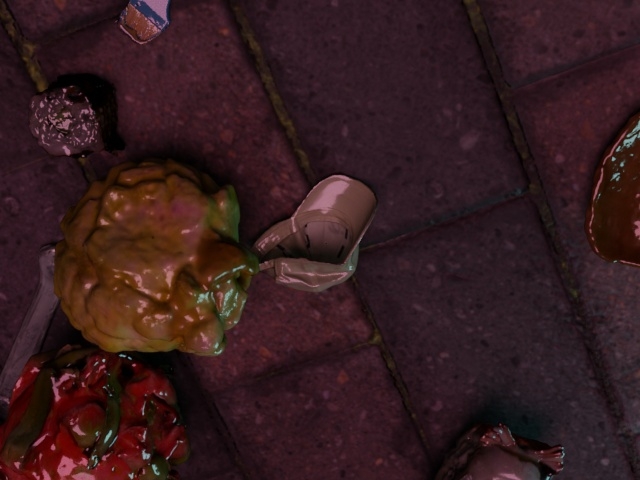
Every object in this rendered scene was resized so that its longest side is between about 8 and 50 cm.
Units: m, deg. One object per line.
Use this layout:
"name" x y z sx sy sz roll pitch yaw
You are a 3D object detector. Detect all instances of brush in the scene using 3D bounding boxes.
"brush" -0.167 -0.289 1.266 0.051 0.014 0.164 39 110 -13

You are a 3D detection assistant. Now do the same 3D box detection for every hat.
"hat" 0.001 -0.005 1.356 0.122 0.081 0.166 39 99 29

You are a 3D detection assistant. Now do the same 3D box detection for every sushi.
"sushi" -0.284 -0.140 1.304 0.094 0.084 0.098 -4 110 9
"sushi" 0.194 0.354 1.458 0.124 0.130 0.332 24 114 -6

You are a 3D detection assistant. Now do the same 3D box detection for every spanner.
"spanner" -0.381 0.134 1.470 0.071 0.017 0.302 25 114 -7

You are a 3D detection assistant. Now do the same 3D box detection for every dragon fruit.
"dragon fruit" -0.283 0.252 1.398 0.237 0.231 0.303 7 115 8

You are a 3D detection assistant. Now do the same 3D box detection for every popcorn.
"popcorn" -0.185 0.034 1.304 0.259 0.212 0.259 1 72 -3

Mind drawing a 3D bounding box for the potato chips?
"potato chips" 0.391 -0.063 1.300 0.150 0.049 0.202 13 116 3
